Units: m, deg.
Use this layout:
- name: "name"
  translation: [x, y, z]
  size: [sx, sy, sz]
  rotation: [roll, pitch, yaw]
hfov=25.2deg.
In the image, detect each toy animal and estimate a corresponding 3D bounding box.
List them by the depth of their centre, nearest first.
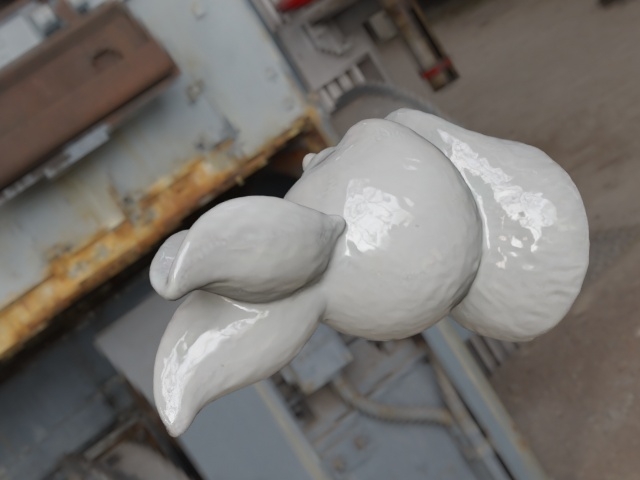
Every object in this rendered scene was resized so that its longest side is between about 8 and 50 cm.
- name: "toy animal"
  translation: [0.001, 0.001, 0.656]
  size: [0.221, 0.131, 0.104]
  rotation: [-5, -43, -34]
